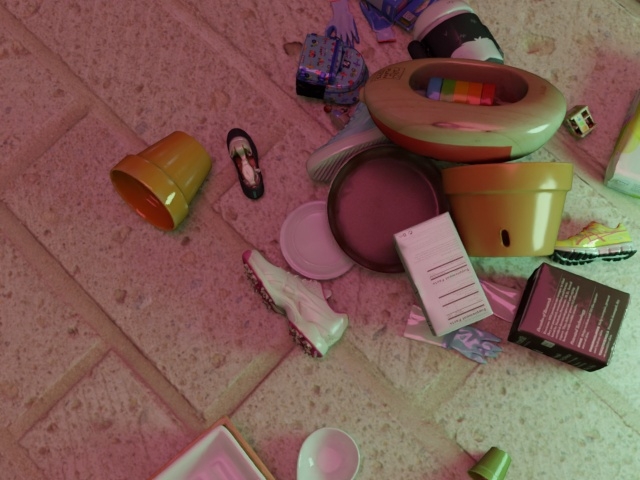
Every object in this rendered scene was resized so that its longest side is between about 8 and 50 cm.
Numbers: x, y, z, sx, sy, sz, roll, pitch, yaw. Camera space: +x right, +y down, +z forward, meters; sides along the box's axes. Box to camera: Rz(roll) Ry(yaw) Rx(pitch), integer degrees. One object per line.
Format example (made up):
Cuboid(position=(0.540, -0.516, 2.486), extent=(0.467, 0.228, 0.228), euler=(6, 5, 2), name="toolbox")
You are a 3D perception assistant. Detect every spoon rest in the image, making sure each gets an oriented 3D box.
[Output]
Cuboid(position=(-0.011, 0.548, 1.747), extent=(0.137, 0.084, 0.276), euler=(24, 79, 10), name="spoon rest")

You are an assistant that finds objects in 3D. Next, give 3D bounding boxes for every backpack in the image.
Cuboid(position=(0.035, -0.427, 1.982), extent=(0.173, 0.117, 0.158), euler=(15, 69, 5), name="backpack")

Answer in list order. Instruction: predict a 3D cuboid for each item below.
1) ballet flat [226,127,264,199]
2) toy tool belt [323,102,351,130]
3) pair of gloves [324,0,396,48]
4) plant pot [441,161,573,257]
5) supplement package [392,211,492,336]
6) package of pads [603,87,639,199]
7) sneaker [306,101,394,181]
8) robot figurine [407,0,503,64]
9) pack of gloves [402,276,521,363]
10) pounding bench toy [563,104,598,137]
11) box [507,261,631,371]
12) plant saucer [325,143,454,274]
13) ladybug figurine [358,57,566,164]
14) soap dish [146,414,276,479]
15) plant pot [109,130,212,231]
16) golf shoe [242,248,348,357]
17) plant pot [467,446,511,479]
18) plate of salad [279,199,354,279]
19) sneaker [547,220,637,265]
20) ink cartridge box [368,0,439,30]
Cuboid(position=(-0.188, -0.201, 1.968), extent=(0.074, 0.074, 0.203), euler=(-19, 74, 0), name="ballet flat")
Cuboid(position=(0.052, -0.317, 1.994), extent=(0.051, 0.052, 0.083), euler=(-32, 72, -31), name="toy tool belt")
Cuboid(position=(0.104, -0.575, 2.068), extent=(0.198, 0.023, 0.159), euler=(-10, 74, 1), name="pair of gloves")
Cuboid(position=(0.424, -0.067, 1.788), extent=(0.290, 0.291, 0.204), euler=(-2, 91, 4), name="plant pot")
Cuboid(position=(0.269, 0.079, 1.771), extent=(0.133, 0.139, 0.244), euler=(-23, 83, 2), name="supplement package")
Cuboid(position=(0.826, -0.229, 1.874), extent=(0.229, 0.101, 0.297), euler=(22, 78, 10), name="package of pads")
Cuboid(position=(0.115, -0.272, 1.945), extent=(0.365, 0.135, 0.150), euler=(-26, 58, -6), name="sneaker")
Cuboid(position=(0.338, -0.457, 1.943), extent=(0.173, 0.209, 0.278), euler=(-32, 74, 23), name="robot figurine")
Cuboid(position=(0.331, 0.167, 1.839), extent=(0.232, 0.046, 0.195), euler=(18, 76, 10), name="pack of gloves")
Cuboid(position=(0.627, -0.291, 1.936), extent=(0.052, 0.083, 0.065), euler=(-37, 107, -3), name="pounding bench toy")
Cuboid(position=(0.548, 0.173, 1.755), extent=(0.203, 0.168, 0.167), euler=(20, 78, 10), name="box")
Cuboid(position=(0.163, -0.073, 1.884), extent=(0.310, 0.050, 0.311), euler=(0, 87, -7), name="plant saucer")
Cuboid(position=(0.305, -0.280, 1.749), extent=(0.449, 0.162, 0.305), euler=(11, 41, 15), name="ladybug figurine")
Cuboid(position=(-0.250, 0.568, 1.743), extent=(0.291, 0.118, 0.229), euler=(-39, 76, -6), name="soap dish")
Cuboid(position=(-0.371, -0.159, 1.919), extent=(0.205, 0.205, 0.188), euler=(34, 65, 12), name="plant pot")
Cuboid(position=(-0.060, 0.127, 1.859), extent=(0.140, 0.115, 0.306), euler=(-38, 83, -15), name="golf shoe")
Cuboid(position=(0.379, 0.499, 1.735), extent=(0.083, 0.083, 0.079), euler=(35, 69, 13), name="plant pot")
Cuboid(position=(0.000, 0.000, 1.911), extent=(0.199, 0.048, 0.200), euler=(2, 74, -6), name="plate of salad")
Cuboid(position=(0.624, 0.002, 1.848), extent=(0.208, 0.081, 0.094), euler=(-3, 68, -3), name="sneaker")
Cuboid(position=(0.171, -0.703, 2.063), extent=(0.311, 0.065, 0.186), euler=(41, 72, 11), name="ink cartridge box")
